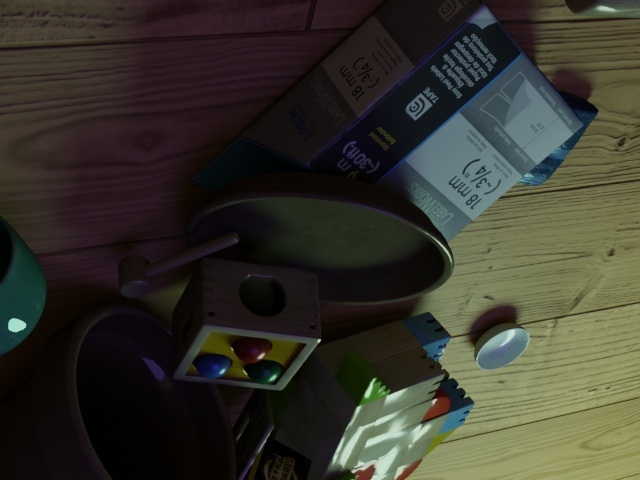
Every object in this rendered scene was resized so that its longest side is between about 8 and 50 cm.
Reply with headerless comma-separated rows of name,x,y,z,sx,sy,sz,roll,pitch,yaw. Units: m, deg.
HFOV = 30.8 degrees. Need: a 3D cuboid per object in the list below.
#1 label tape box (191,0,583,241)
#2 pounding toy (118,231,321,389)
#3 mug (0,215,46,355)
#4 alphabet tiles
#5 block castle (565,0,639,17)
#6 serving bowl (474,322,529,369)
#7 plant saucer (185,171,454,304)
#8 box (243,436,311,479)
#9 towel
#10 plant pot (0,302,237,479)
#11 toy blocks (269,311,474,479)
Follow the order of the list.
label tape box,0.074,-0.091,1.198,0.333,0.106,0.240,-41,139,12
pounding toy,-0.108,0.076,1.197,0.206,0.094,0.181,9,146,-19
mug,-0.331,0.042,1.083,0.129,0.158,0.097,-49,147,-17
alphabet tiles,-0.120,0.288,1.375,0.009,0.198,0.237,29,95,-9
block castle,0.301,-0.405,0.863,0.213,0.303,0.453,-3,133,-21
serving bowl,0.246,0.142,1.609,0.083,0.027,0.083,-18,139,-16
plant saucer,0.000,0.000,1.197,0.278,0.041,0.278,7,156,3
box,-0.134,0.414,1.334,0.079,0.257,0.322,30,122,-6
towel,0.270,-0.114,1.355,0.067,0.029,0.119,8,127,-38
plant pot,-0.255,0.228,1.247,0.229,0.263,0.263,-28,144,25
toy blocks,0.076,0.237,1.514,0.261,0.191,0.381,-15,140,-36
